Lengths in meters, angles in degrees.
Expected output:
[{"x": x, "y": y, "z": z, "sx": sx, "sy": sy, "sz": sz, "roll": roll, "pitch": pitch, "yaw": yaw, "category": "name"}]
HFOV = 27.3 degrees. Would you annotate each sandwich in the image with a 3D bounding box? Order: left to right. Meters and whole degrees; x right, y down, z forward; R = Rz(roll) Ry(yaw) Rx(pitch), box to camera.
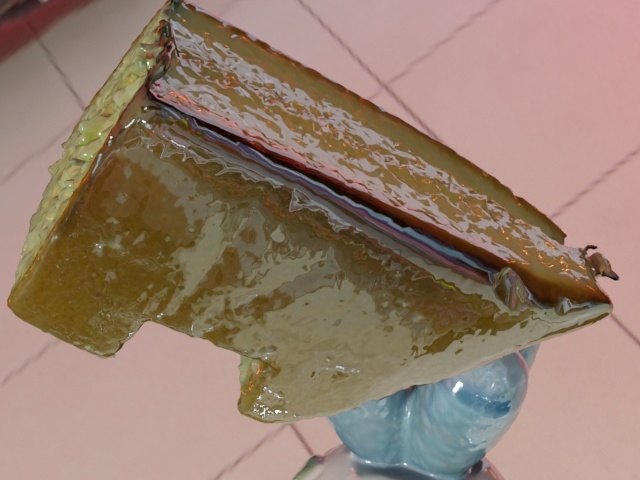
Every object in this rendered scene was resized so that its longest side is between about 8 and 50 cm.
[{"x": 0.000, "y": 0.000, "z": 0.573, "sx": 0.128, "sy": 0.236, "sz": 0.122, "roll": -49, "pitch": 26, "yaw": 30, "category": "sandwich"}]

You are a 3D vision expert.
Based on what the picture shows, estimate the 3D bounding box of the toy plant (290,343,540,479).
[{"x": 0.085, "y": 0.142, "z": 1.117, "sx": 0.247, "sy": 0.247, "sz": 0.332, "roll": 14, "pitch": 105, "yaw": 37, "category": "toy plant"}]
